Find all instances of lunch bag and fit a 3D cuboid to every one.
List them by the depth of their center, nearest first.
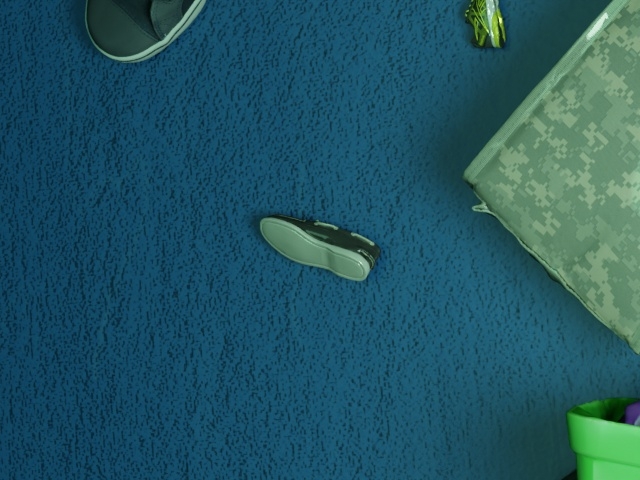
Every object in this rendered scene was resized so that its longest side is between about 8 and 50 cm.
[{"bbox_3d":[0.298,-0.071,1.751,0.287,0.169,0.235,-46,76,9],"label":"lunch bag"}]

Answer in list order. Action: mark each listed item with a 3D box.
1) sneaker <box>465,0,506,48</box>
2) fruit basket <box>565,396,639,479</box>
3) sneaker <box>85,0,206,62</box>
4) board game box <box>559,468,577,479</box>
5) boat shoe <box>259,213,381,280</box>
[{"bbox_3d":[0.153,-0.223,1.875,0.035,0.031,0.083,-11,86,20],"label":"sneaker"},{"bbox_3d":[0.409,0.147,1.645,0.392,0.283,0.392,0,89,19],"label":"fruit basket"},{"bbox_3d":[-0.147,-0.320,1.937,0.126,0.127,0.321,39,104,14],"label":"sneaker"},{"bbox_3d":[0.302,0.271,1.780,0.126,0.026,0.186,-35,63,-4],"label":"board game box"},{"bbox_3d":[0.000,0.000,1.928,0.125,0.038,0.046,19,138,24],"label":"boat shoe"}]
